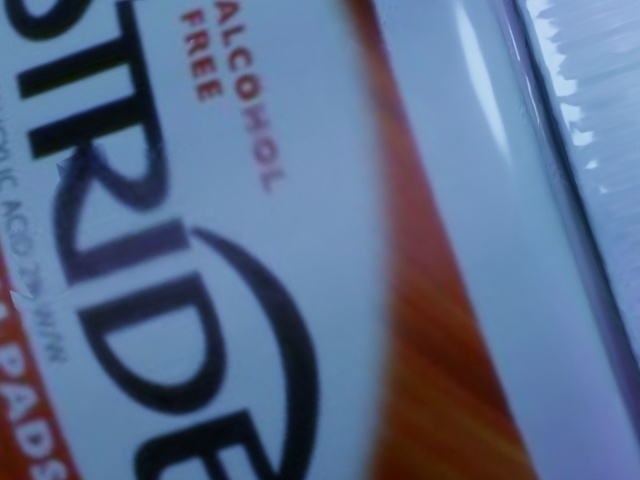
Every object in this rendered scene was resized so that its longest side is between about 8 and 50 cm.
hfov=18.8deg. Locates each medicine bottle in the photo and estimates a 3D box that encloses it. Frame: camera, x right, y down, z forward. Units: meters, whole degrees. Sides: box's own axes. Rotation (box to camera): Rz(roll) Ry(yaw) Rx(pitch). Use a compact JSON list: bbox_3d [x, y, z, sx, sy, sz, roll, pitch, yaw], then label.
[{"bbox_3d":[0.000,0.000,0.553,0.241,0.252,0.252,-19,84,9],"label":"medicine bottle"}]
